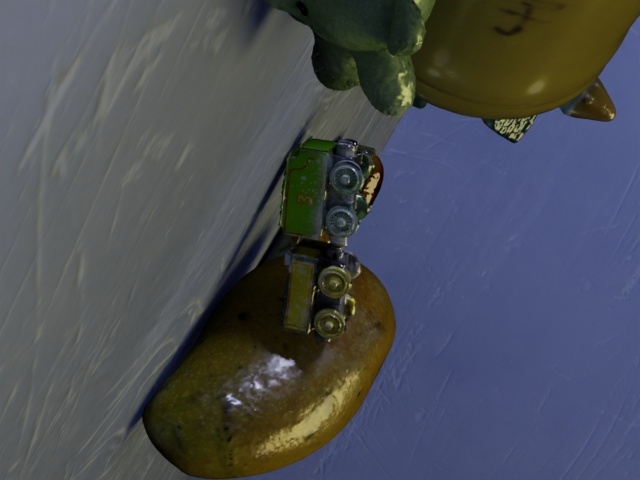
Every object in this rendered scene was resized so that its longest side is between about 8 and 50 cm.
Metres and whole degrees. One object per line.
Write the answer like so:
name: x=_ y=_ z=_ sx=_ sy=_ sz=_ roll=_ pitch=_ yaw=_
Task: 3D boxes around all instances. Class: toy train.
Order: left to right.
toy train: x=0.000 y=0.000 z=0.971 sx=0.060 sy=0.081 sz=0.202 roll=-50 pitch=148 yaw=-68

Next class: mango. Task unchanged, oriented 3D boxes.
mango: x=-0.037 y=0.129 z=1.073 sx=0.329 sy=0.177 sz=0.175 roll=-49 pitch=143 yaw=-52

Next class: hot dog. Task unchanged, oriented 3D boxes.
hot dog: x=-0.003 y=-0.013 z=1.345 sx=0.270 sy=0.082 sz=0.162 roll=-58 pitch=176 yaw=-3

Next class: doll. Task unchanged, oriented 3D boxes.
doll: x=0.007 y=-0.108 z=0.461 sx=0.150 sy=0.078 sz=0.115 roll=134 pitch=-57 yaw=-79

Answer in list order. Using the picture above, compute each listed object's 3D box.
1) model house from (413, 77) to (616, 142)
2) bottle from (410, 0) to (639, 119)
model house: x=0.238 y=-0.229 z=1.225 sx=0.253 sy=0.291 sz=0.184 roll=-59 pitch=-178 yaw=9
bottle: x=0.121 y=-0.206 z=0.456 sx=0.171 sy=0.172 sz=0.351 roll=-58 pitch=177 yaw=-22
